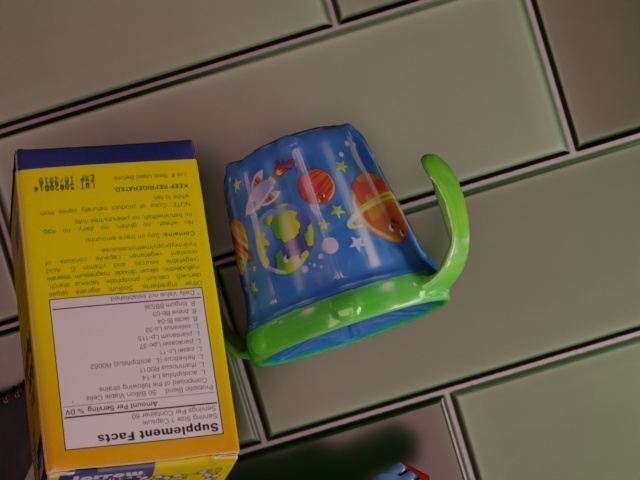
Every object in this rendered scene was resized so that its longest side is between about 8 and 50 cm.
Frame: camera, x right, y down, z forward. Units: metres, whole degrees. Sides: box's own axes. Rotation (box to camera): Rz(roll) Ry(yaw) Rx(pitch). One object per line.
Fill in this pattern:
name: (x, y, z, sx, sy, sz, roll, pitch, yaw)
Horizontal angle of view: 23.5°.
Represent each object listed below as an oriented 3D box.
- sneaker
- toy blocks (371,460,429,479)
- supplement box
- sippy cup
sneaker: (-0.345, 0.182, 1.781, 0.118, 0.083, 0.222, 23, 94, 1)
toy blocks: (0.010, 0.400, 1.705, 0.261, 0.191, 0.381, -29, 134, -30)
supplement box: (-0.218, 0.096, 1.640, 0.194, 0.195, 0.356, -4, 67, -14)
sippy cup: (0.000, 0.000, 1.706, 0.305, 0.240, 0.224, -18, 80, -7)
